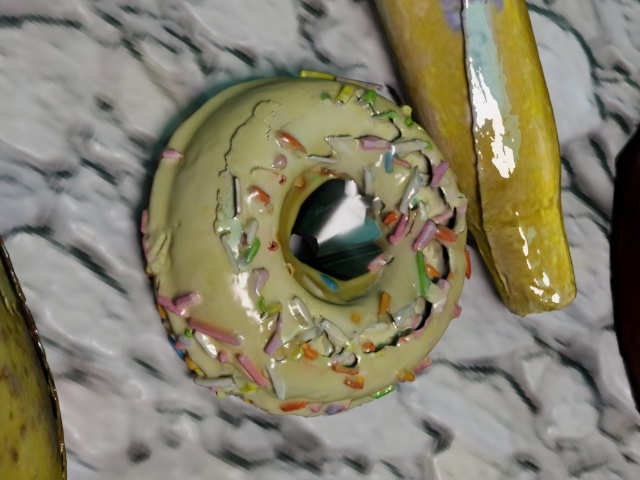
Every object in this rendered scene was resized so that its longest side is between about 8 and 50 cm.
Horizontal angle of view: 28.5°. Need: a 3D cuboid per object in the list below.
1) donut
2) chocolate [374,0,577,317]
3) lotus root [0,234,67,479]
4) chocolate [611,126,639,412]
[{"bbox_3d":[0.000,0.000,0.601,0.174,0.068,0.175,5,78,-28],"label":"donut"},{"bbox_3d":[0.089,-0.066,0.658,0.085,0.085,0.219,-22,96,-30],"label":"chocolate"},{"bbox_3d":[-0.220,-0.005,0.421,0.196,0.179,0.398,-40,109,-50],"label":"lotus root"},{"bbox_3d":[0.388,0.009,0.669,0.383,0.331,0.384,6,77,-28],"label":"chocolate"}]
